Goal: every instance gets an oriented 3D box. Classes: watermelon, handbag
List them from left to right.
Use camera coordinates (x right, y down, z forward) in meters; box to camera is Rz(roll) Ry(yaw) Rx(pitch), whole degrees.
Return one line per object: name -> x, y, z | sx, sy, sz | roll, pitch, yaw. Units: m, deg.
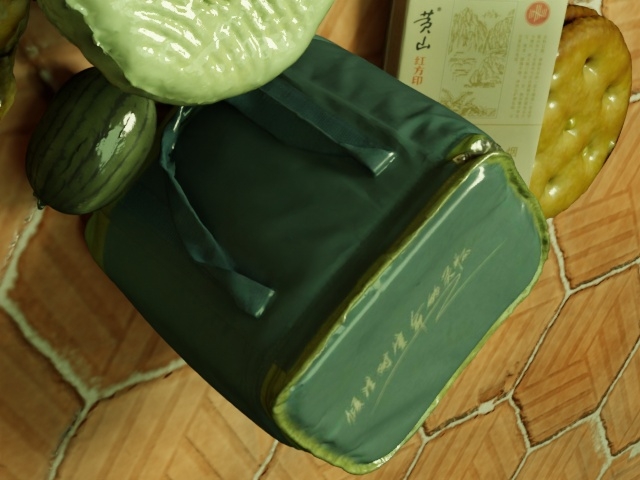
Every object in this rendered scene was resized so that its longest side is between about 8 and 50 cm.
watermelon -> -0.154, -0.064, 0.759 | 0.078, 0.078, 0.111 | 22, 104, -51
handbag -> 0.000, 0.000, 0.828 | 0.263, 0.241, 0.222 | -48, 145, -4

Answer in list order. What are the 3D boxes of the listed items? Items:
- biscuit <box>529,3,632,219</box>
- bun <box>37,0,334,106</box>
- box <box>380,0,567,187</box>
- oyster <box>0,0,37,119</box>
biscuit -> 0.229, -0.122, 1.115 | 0.220, 0.066, 0.220 | -26, 134, -31
bun -> -0.083, -0.178, 0.660 | 0.195, 0.118, 0.195 | -19, 130, -25
box -> 0.121, -0.135, 0.958 | 0.141, 0.058, 0.201 | -2, 123, -10
oyster -> -0.205, -0.171, 0.585 | 0.345, 0.078, 0.129 | 100, 0, -60
